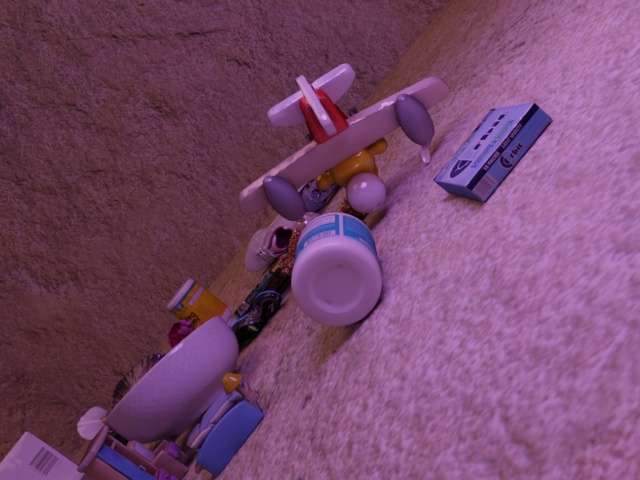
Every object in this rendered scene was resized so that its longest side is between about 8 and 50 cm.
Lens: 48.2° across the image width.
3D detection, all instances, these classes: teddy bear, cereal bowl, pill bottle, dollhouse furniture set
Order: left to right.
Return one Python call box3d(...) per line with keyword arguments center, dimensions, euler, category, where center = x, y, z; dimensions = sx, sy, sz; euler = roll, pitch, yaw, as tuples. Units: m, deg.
box3d(center=(-0.268, 0.331, 1.370), dimensions=(0.303, 0.198, 0.286), euler=(-51, 9, -1), category="dollhouse furniture set")
box3d(center=(-0.307, 0.334, 1.615), dimensions=(0.339, 0.141, 0.339), euler=(-43, -4, -3), category="cereal bowl")
box3d(center=(-0.339, 0.217, 2.110), dimensions=(0.117, 0.208, 0.117), euler=(-49, 9, 11), category="pill bottle")
box3d(center=(0.002, -0.009, 1.660), dimensions=(0.245, 0.113, 0.338), euler=(-46, 10, 15), category="teddy bear")
box3d(center=(0.028, 0.037, 1.245), dimensions=(0.146, 0.146, 0.264), euler=(-49, 9, 13), category="pill bottle")

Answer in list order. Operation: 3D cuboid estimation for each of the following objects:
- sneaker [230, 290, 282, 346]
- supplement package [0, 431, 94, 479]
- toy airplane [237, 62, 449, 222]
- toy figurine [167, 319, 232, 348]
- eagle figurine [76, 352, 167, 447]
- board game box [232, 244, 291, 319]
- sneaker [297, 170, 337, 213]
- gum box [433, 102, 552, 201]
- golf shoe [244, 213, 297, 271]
box3d(center=(-0.159, 0.201, 1.810), dimensions=(0.188, 0.067, 0.078), euler=(-47, 28, 20), category="sneaker")
box3d(center=(-0.557, 0.564, 1.521), dimensions=(0.175, 0.177, 0.293), euler=(-55, -25, -25), category="supplement package")
box3d(center=(0.052, -0.187, 1.504), dimensions=(0.384, 0.272, 0.386), euler=(-17, -18, -38), category="toy airplane")
box3d(center=(-0.331, 0.262, 1.907), dimensions=(0.130, 0.159, 0.173), euler=(-62, -5, -47), category="toy figurine")
box3d(center=(-0.478, 0.464, 1.921), dimensions=(0.298, 0.226, 0.225), euler=(-52, -12, 29), category="eagle figurine")
box3d(center=(-0.121, 0.106, 1.903), dimensions=(0.260, 0.030, 0.136), euler=(-50, -13, 8), category="board game box")
box3d(center=(0.013, -0.183, 2.294), dimensions=(0.268, 0.101, 0.153), euler=(-54, 7, -34), category="sneaker")
box3d(center=(0.262, -0.138, 1.119), dimensions=(0.157, 0.041, 0.184), euler=(-51, 10, 2), category="gum box")
box3d(center=(-0.166, 0.013, 2.388), dimensions=(0.306, 0.115, 0.140), euler=(-47, 13, 29), category="golf shoe")
